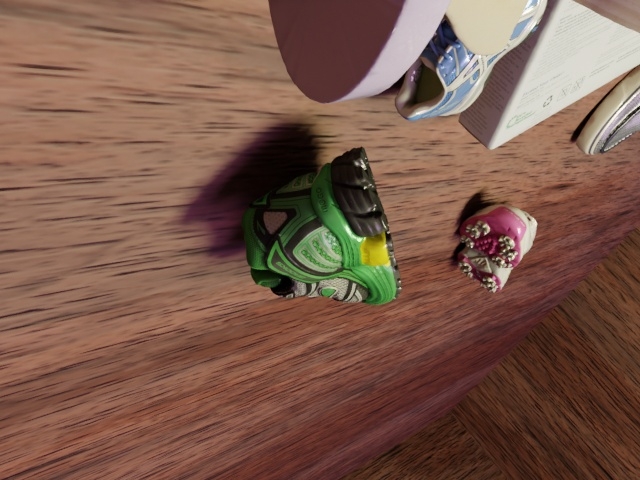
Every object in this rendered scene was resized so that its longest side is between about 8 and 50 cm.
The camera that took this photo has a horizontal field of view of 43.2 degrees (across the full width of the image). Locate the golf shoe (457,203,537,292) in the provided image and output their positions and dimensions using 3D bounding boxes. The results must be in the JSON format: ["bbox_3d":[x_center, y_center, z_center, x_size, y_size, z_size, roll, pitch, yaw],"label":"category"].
[{"bbox_3d":[0.312,-0.015,1.378,0.140,0.115,0.306,-48,167,-11],"label":"golf shoe"}]

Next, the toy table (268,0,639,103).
[{"bbox_3d":[0.078,-0.195,0.424,0.160,0.252,0.274,-13,162,-22],"label":"toy table"}]

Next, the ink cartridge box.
[{"bbox_3d":[0.323,-0.286,0.884,0.324,0.071,0.330,-29,153,-30],"label":"ink cartridge box"}]

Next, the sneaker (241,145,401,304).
[{"bbox_3d":[0.000,0.000,0.855,0.146,0.134,0.343,-16,164,5],"label":"sneaker"}]

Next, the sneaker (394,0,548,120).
[{"bbox_3d":[0.135,-0.185,0.736,0.081,0.080,0.211,-29,155,-37],"label":"sneaker"}]

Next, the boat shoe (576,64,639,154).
[{"bbox_3d":[0.600,-0.236,1.340,0.340,0.158,0.127,-45,159,9],"label":"boat shoe"}]
